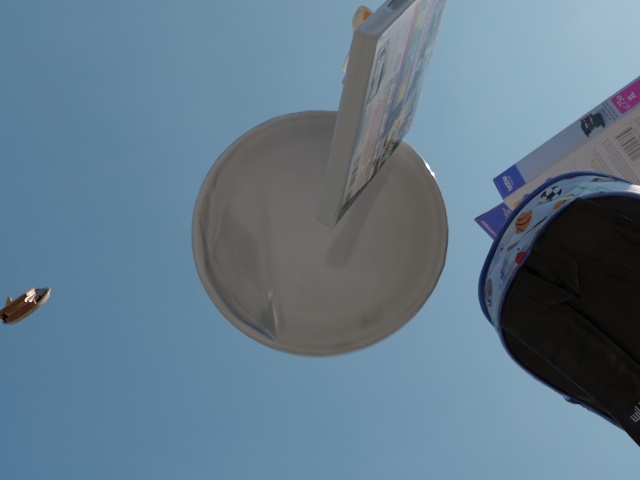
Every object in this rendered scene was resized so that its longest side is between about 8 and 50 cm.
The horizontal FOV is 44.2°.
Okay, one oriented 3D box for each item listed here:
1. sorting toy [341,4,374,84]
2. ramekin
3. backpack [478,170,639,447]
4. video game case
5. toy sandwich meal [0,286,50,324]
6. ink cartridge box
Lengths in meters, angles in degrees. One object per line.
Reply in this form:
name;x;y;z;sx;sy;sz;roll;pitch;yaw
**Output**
sorting toy;0.046;-0.225;0.949;0.045;0.083;0.075;31;-100;6
ramekin;0.000;0.000;0.884;0.272;0.127;0.273;0;-102;2
backpack;0.308;0.052;0.834;0.263;0.213;0.277;26;-80;-15
video game case;0.059;-0.136;0.707;0.023;0.183;0.201;26;-43;14
toy sandwich meal;-0.408;0.084;1.076;0.085;0.085;0.029;-31;-70;6
ink cartridge box;0.387;-0.084;1.136;0.311;0.065;0.186;-38;-52;18
